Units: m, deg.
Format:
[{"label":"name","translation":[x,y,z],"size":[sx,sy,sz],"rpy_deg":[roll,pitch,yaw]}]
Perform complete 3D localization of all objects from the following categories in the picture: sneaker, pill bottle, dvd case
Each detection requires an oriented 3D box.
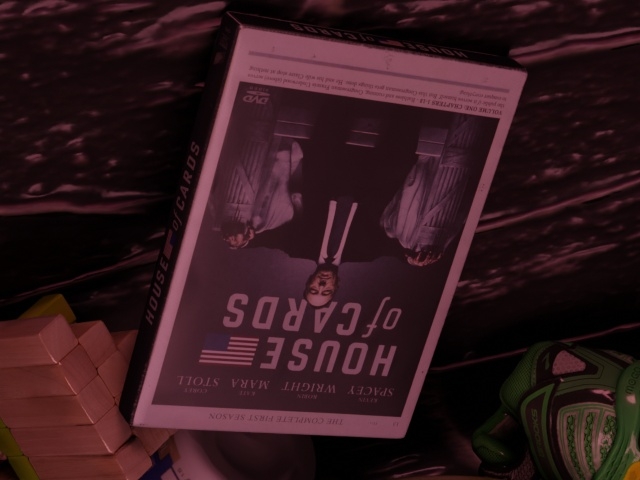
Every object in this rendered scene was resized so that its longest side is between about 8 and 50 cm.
[{"label":"sneaker","translation":[0.187,0.177,1.361],"size":[0.146,0.134,0.343],"rpy_deg":[23,144,14]},{"label":"pill bottle","translation":[-0.098,0.180,1.259],"size":[0.112,0.112,0.186],"rpy_deg":[15,137,-35]},{"label":"dvd case","translation":[0.000,0.000,1.011],"size":[0.179,0.029,0.239],"rpy_deg":[6,113,-27]}]

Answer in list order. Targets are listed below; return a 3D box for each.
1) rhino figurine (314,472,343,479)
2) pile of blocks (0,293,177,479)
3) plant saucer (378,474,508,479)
[{"label":"rhino figurine","translation":[0.021,0.245,1.433],"size":[0.106,0.073,0.243],"rpy_deg":[-24,146,20]},{"label":"pile of blocks","translation":[-0.191,0.118,1.168],"size":[0.112,0.149,0.362],"rpy_deg":[-44,180,-40]},{"label":"plant saucer","translation":[0.073,0.207,1.258],"size":[0.241,0.037,0.241],"rpy_deg":[-2,155,-1]}]
